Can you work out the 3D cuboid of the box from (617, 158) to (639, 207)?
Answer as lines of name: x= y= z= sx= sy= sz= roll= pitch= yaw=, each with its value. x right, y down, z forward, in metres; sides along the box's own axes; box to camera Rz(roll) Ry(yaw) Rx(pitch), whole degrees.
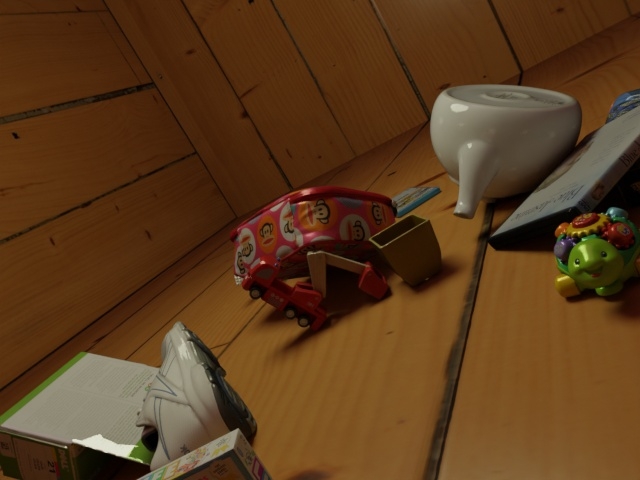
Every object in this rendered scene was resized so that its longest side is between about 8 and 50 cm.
box: x=0.476 y=-0.125 z=0.584 sx=0.220 sy=0.051 sz=0.175 roll=-21 pitch=15 yaw=40

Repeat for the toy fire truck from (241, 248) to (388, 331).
toy fire truck: x=-0.009 y=0.063 z=0.768 sx=0.135 sy=0.192 sz=0.047 roll=-57 pitch=7 yaw=14

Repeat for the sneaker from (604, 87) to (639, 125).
sneaker: x=0.517 y=-0.187 z=0.723 sx=0.087 sy=0.083 sz=0.221 roll=-48 pitch=11 yaw=-18

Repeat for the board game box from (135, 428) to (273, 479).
board game box: x=-0.105 y=0.227 z=0.391 sx=0.154 sy=0.103 sz=0.026 roll=-28 pitch=12 yaw=7

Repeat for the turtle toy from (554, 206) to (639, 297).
turtle toy: x=0.267 y=0.011 z=0.480 sx=0.095 sy=0.066 sz=0.130 roll=-23 pitch=14 yaw=33

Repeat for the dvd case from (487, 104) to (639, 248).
dvd case: x=0.342 y=-0.091 z=0.646 sx=0.253 sy=0.022 sz=0.180 roll=-43 pitch=0 yaw=-15

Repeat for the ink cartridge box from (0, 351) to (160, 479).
ink cartridge box: x=-0.303 y=0.276 z=0.742 sx=0.256 sy=0.096 sz=0.189 roll=9 pitch=22 yaw=12

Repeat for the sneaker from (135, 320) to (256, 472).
sneaker: x=-0.192 y=0.203 z=0.668 sx=0.129 sy=0.111 sz=0.297 roll=-41 pitch=20 yaw=-12

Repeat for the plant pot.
plant pot: x=0.133 y=0.018 z=0.740 sx=0.081 sy=0.083 sz=0.081 roll=-30 pitch=12 yaw=-1

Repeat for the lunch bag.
lunch bag: x=0.000 y=0.000 z=0.928 sx=0.258 sy=0.120 sz=0.293 roll=3 pitch=-17 yaw=-40

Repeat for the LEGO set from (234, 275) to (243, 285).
LEGO set: x=-0.086 y=0.051 z=1.168 sx=0.244 sy=0.060 sz=0.182 roll=-30 pitch=-22 yaw=20

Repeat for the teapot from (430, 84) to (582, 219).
teapot: x=0.304 y=-0.156 z=0.851 sx=0.256 sy=0.187 sz=0.252 roll=-6 pitch=28 yaw=-11

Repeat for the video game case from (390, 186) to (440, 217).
video game case: x=0.206 y=-0.095 z=1.214 sx=0.119 sy=0.015 sz=0.166 roll=-31 pitch=11 yaw=-9
